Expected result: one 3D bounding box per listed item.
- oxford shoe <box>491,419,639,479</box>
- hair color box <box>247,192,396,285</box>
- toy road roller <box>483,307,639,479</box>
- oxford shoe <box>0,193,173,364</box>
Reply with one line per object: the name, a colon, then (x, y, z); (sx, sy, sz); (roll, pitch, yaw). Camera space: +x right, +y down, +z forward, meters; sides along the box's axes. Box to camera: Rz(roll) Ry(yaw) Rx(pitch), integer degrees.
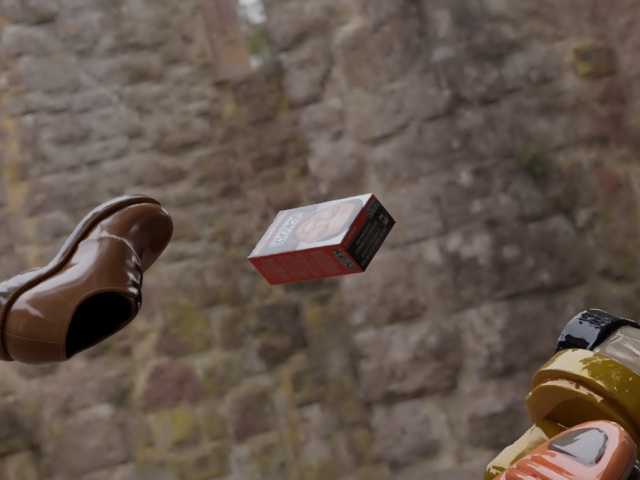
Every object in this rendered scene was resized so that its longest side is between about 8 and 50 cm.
oxford shoe: (0.077, 0.262, 0.853); (0.363, 0.133, 0.130); (-58, 12, -2)
hair color box: (0.000, 0.000, 1.650); (0.141, 0.043, 0.072); (-10, 39, 47)
toy road roller: (0.300, 0.247, 1.670); (0.240, 0.329, 0.202); (-37, 35, -26)
oxford shoe: (-0.152, 0.033, 1.199); (0.076, 0.076, 0.212); (12, 32, 21)
